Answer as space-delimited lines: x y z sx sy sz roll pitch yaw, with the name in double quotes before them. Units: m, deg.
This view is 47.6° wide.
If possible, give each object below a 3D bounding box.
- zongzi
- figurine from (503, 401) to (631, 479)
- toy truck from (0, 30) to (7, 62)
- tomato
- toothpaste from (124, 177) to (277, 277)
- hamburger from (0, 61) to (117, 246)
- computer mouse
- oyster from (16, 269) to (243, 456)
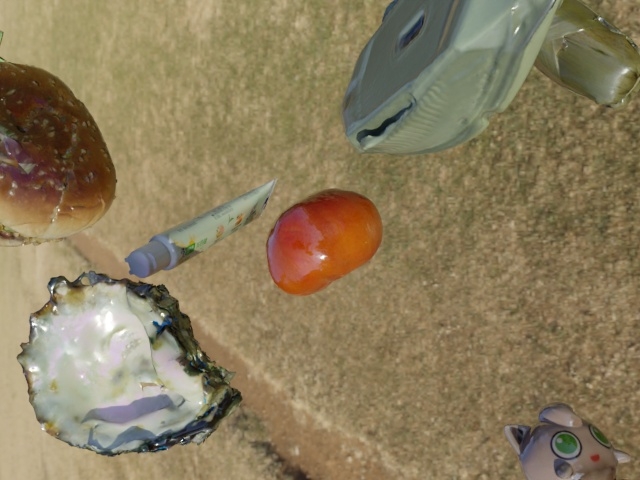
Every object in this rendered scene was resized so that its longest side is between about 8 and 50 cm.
"zongzi" 0.552 -0.433 1.601 0.181 0.418 0.447 -57 41 24
"figurine" 0.312 0.274 0.915 0.138 0.125 0.125 -117 36 -46
"toy truck" -0.774 -0.367 1.662 0.128 0.135 0.260 37 113 63
"tomato" -0.002 0.002 1.459 0.180 0.259 0.260 57 148 5
"toothpaste" -0.157 -0.019 1.059 0.058 0.314 0.056 -12 103 33
"hamburger" -0.401 -0.120 0.943 0.146 0.286 0.243 -29 34 41
"computer mouse" 0.171 -0.231 0.872 0.429 0.145 0.228 -37 36 57
"oyster" -0.215 0.142 0.824 0.092 0.259 0.198 41 -118 -73
